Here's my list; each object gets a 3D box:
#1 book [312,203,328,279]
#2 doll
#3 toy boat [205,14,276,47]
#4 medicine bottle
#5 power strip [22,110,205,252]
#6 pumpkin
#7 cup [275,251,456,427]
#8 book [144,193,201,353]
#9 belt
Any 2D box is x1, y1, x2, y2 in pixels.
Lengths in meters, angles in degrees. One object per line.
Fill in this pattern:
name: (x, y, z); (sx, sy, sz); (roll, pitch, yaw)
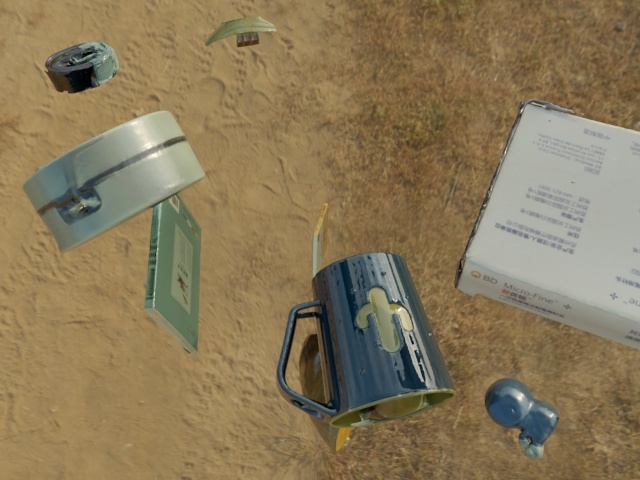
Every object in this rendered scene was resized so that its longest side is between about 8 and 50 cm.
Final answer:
book: (0.000, 0.000, 1.476); (0.012, 0.118, 0.172); (5, 29, 7)
doll: (0.224, 0.188, 0.698); (0.083, 0.051, 0.076); (33, 34, 15)
toy boat: (-0.190, -0.491, 1.478); (0.172, 0.065, 0.066); (-14, 115, -11)
medicine bottle: (0.228, -0.012, 0.489); (0.200, 0.052, 0.171); (19, 67, 16)
power strip: (-0.419, -0.120, 1.273); (0.357, 0.357, 0.162); (-30, 99, -10)
pumpkin: (0.009, 0.280, 1.148); (0.148, 0.312, 0.169); (23, 74, 17)
cup: (0.037, 0.106, 0.653); (0.176, 0.131, 0.155); (-6, 64, -11)
book: (-0.353, 0.058, 1.541); (0.031, 0.264, 0.380); (-11, 55, 8)
belt: (-0.468, -0.343, 1.229); (0.139, 0.058, 0.105); (-25, 49, -15)
